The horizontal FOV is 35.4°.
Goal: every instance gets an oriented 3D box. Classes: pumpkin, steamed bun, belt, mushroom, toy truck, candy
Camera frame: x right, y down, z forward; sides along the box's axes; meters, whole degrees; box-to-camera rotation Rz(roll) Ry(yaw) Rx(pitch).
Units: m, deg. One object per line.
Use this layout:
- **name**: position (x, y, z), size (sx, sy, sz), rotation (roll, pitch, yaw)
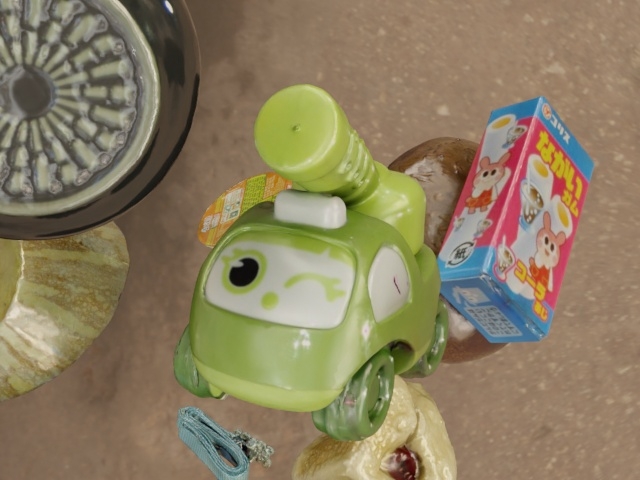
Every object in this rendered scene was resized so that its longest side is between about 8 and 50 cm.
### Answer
- **pumpkin**: position (-0.283, 0.032, 0.866), size (0.217, 0.110, 0.217), rotation (-10, 57, 16)
- **steamed bun**: position (0.068, 0.218, 1.089), size (0.140, 0.172, 0.155), rotation (-16, 55, 53)
- **belt**: position (-0.179, 0.355, 1.780), size (0.179, 0.100, 0.065), rotation (38, 140, 24)
- **mushroom**: position (0.210, 0.006, 1.496), size (0.239, 0.345, 0.345), rotation (-24, 76, 24)
- **toy truck**: position (0.006, 0.011, 0.659), size (0.148, 0.187, 0.211), rotation (11, 96, 25)
- **candy**: position (0.266, -0.030, 1.357), size (0.100, 0.157, 0.306), rotation (-10, 48, 46)

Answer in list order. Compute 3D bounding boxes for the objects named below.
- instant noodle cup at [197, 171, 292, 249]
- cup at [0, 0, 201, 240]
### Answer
- **instant noodle cup**: position (-0.073, 0.013, 1.566), size (0.168, 0.185, 0.168), rotation (-24, 34, 18)
- **cup**: position (-0.147, -0.123, 0.523), size (0.176, 0.169, 0.223), rotation (-120, 43, -66)
